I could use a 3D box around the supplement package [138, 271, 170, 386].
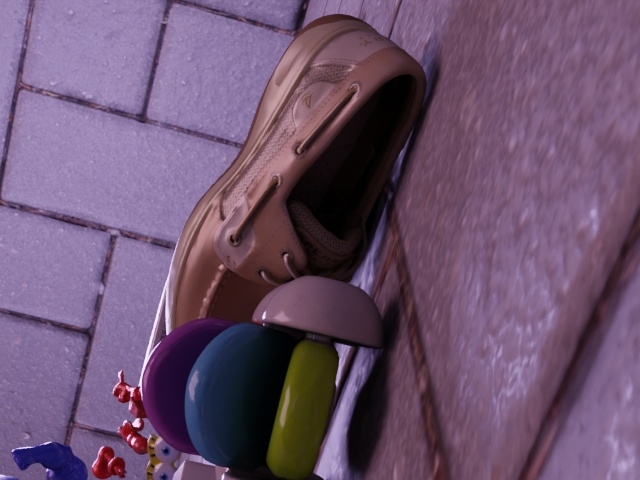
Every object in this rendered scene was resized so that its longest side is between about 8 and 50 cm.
[{"bbox_3d":[-0.150,0.149,1.332,0.203,0.149,0.194,133,151,-74],"label":"supplement package"}]

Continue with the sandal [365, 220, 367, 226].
[{"bbox_3d":[0.000,0.000,0.838,0.180,0.049,0.072,129,155,-58],"label":"sandal"}]

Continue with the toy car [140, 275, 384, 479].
[{"bbox_3d":[-0.045,0.097,0.643,0.182,0.136,0.159,151,134,-81],"label":"toy car"}]

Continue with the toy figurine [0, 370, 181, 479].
[{"bbox_3d":[-0.309,0.332,1.140,0.191,0.217,0.362,29,112,53],"label":"toy figurine"}]

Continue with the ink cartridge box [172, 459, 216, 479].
[{"bbox_3d":[-0.093,0.253,0.896,0.143,0.090,0.092,124,159,-69],"label":"ink cartridge box"}]

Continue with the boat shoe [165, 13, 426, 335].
[{"bbox_3d":[-0.020,-0.009,0.735,0.098,0.109,0.302,45,114,45],"label":"boat shoe"}]
